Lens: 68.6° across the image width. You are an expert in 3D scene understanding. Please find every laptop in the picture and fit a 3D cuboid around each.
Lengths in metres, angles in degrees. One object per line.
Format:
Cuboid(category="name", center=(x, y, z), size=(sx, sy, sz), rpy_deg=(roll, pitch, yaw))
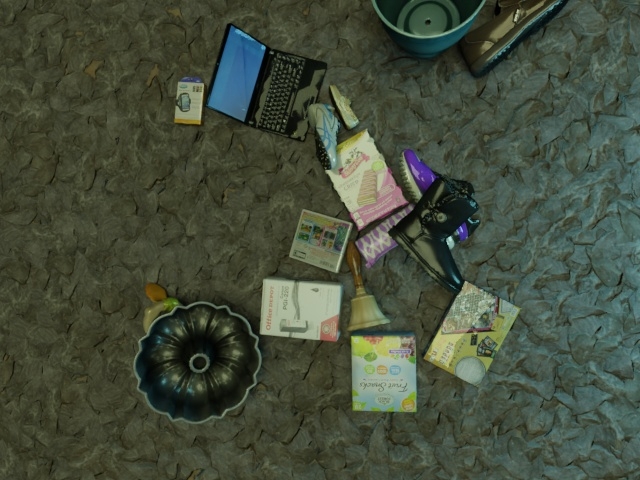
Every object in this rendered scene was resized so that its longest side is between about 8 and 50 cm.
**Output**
Cuboid(category="laptop", center=(-0.145, -0.428, 1.286), size=(0.264, 0.136, 0.234), rpy_deg=(18, 93, 7))

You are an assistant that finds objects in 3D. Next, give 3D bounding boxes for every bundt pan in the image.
Cuboid(category="bundt pan", center=(-0.333, 0.319, 1.288), size=(0.331, 0.124, 0.331), rpy_deg=(-1, 93, -15))

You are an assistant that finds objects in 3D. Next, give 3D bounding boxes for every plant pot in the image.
Cuboid(category="plant pot", center=(0.267, -0.591, 1.170), size=(0.271, 0.255, 0.271), rpy_deg=(0, 91, 11))

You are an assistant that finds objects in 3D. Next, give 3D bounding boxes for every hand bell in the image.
Cuboid(category="hand bell", center=(0.107, 0.118, 1.288), size=(0.126, 0.126, 0.242), rpy_deg=(-12, 77, 7))

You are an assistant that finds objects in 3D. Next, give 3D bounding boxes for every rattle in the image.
Cuboid(category="rattle", center=(-0.467, 0.246, 1.375), size=(0.143, 0.130, 0.200), rpy_deg=(15, 128, 30))

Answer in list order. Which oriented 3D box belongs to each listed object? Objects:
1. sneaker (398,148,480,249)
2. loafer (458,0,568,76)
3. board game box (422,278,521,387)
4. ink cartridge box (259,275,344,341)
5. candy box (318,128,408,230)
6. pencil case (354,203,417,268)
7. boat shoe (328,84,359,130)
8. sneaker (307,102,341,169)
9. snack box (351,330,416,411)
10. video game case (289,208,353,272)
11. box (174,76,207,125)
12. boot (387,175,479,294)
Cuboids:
Cuboid(category="sneaker", center=(0.324, -0.133, 1.252), size=(0.146, 0.102, 0.293), rpy_deg=(-31, 94, 7))
Cuboid(category="loafer", center=(0.510, -0.590, 1.203), size=(0.366, 0.134, 0.130), rpy_deg=(-40, 84, 7))
Cuboid(category="board game box", center=(0.405, 0.249, 1.269), size=(0.165, 0.042, 0.243), rpy_deg=(28, 94, 6))
Cuboid(category="ink cartridge box", center=(-0.052, 0.187, 1.302), size=(0.218, 0.092, 0.158), rpy_deg=(4, 91, 9))
Cuboid(category="candy box", center=(0.117, -0.163, 1.288), size=(0.159, 0.071, 0.233), rpy_deg=(-30, 86, 7))
Cuboid(category="pencil case", center=(0.194, -0.012, 1.270), size=(0.206, 0.086, 0.088), rpy_deg=(-35, 57, 8))
Cuboid(category="boat shoe", center=(0.065, -0.375, 1.308), size=(0.045, 0.050, 0.135), rpy_deg=(-25, 89, -6))
Cuboid(category="sneaker", center=(0.020, -0.285, 1.248), size=(0.086, 0.085, 0.237), rpy_deg=(-7, 54, -5))
Cuboid(category="snack box", center=(0.173, 0.357, 1.286), size=(0.174, 0.070, 0.207), rpy_deg=(-2, 92, 7))
Cuboid(category="video game case", center=(0.000, 0.000, 1.309), size=(0.157, 0.019, 0.143), rpy_deg=(18, 92, 24))
Cuboid(category="box", center=(-0.379, -0.407, 1.371), size=(0.081, 0.028, 0.136), rpy_deg=(6, 89, 7))
Cuboid(category="boot", center=(0.319, -0.014, 1.164), size=(0.246, 0.094, 0.207), rpy_deg=(45, 106, 5))
